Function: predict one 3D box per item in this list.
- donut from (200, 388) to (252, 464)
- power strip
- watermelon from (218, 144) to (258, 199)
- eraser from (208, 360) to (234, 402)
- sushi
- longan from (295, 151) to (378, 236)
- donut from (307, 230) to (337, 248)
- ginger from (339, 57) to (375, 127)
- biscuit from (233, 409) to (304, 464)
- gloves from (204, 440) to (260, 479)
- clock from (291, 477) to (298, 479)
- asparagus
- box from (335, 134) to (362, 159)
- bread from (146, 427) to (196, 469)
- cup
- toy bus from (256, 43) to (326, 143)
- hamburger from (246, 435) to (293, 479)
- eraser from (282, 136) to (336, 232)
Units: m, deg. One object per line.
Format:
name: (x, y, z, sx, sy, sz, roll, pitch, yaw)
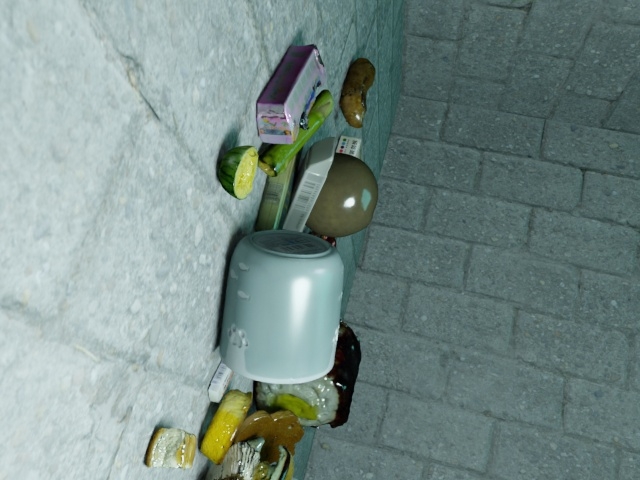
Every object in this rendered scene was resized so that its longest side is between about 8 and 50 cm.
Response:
donut: (-0.220, 0.424, 1.394, 0.178, 0.065, 0.162, -66, -177, -34)
power strip: (-0.082, -0.194, 1.485, 0.092, 0.066, 0.387, 46, 56, -81)
watermelon: (-0.158, -0.133, 1.136, 0.105, 0.062, 0.105, 19, 90, -76)
eraser: (-0.224, 0.312, 1.400, 0.122, 0.029, 0.052, -67, 165, -45)
sushi: (-0.026, 0.400, 1.852, 0.294, 0.299, 0.281, -66, 180, -56)
longan: (0.045, -0.126, 1.710, 0.258, 0.258, 0.258, 12, 90, -80)
donut: (-0.020, 0.066, 2.000, 0.235, 0.089, 0.235, 18, 90, -72)
ginger: (0.137, -0.549, 2.159, 0.133, 0.107, 0.309, 59, 39, -55)
biscuit: (-0.149, 0.567, 1.727, 0.208, 0.041, 0.290, -37, 137, -6)
gloves: (-0.221, 0.625, 1.354, 0.135, 0.210, 0.312, 55, 15, -37)
clock: (-0.133, 0.943, 2.092, 0.083, 0.230, 0.230, 38, 65, -84)
asparagus: (-0.050, -0.251, 1.402, 0.277, 0.067, 0.060, -50, 148, -28)
box: (0.099, -0.246, 2.345, 0.274, 0.091, 0.221, 74, 30, -68)
bread: (-0.273, 0.382, 1.103, 0.083, 0.077, 0.070, 78, 15, -66)
cup: (-0.095, 0.115, 1.369, 0.357, 0.259, 0.274, -133, -132, -64)
toy bus: (-0.061, -0.335, 1.364, 0.112, 0.090, 0.274, 79, 22, -44)
hamburger: (-0.191, 0.675, 1.579, 0.192, 0.167, 0.288, 98, 18, -47)
eraser: (-0.041, -0.123, 1.524, 0.352, 0.061, 0.089, 117, -16, -51)
